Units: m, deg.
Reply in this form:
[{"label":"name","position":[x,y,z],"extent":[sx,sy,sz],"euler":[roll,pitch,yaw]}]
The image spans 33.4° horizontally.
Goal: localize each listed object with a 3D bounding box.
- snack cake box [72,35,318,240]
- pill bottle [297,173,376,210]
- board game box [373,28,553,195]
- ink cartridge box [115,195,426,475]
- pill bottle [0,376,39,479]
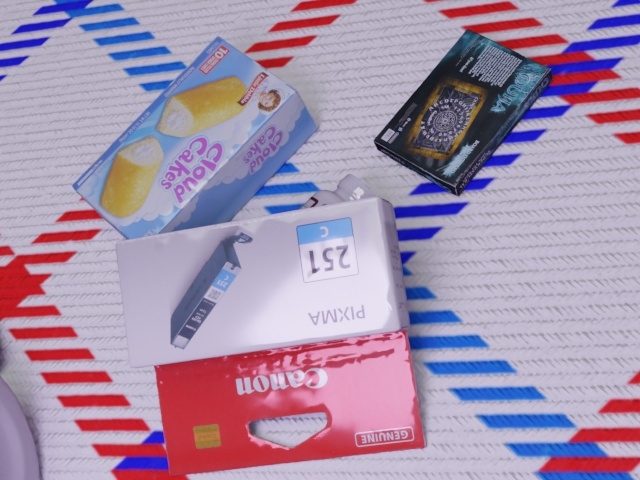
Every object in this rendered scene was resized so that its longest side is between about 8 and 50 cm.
[{"label":"snack cake box","position":[-0.152,-0.103,1.306],"extent":[0.264,0.089,0.152],"euler":[-47,58,-8]},{"label":"pill bottle","position":[0.000,0.000,1.199],"extent":[0.152,0.086,0.086],"euler":[-44,58,-6]},{"label":"board game box","position":[0.168,-0.153,1.255],"extent":[0.126,0.026,0.186],"euler":[34,78,30]},{"label":"ink cartridge box","position":[-0.054,0.107,1.115],"extent":[0.296,0.066,0.261],"euler":[-10,85,15]},{"label":"pill bottle","position":[-0.538,0.281,1.159],"extent":[0.407,0.229,0.229],"euler":[-16,59,11]}]
